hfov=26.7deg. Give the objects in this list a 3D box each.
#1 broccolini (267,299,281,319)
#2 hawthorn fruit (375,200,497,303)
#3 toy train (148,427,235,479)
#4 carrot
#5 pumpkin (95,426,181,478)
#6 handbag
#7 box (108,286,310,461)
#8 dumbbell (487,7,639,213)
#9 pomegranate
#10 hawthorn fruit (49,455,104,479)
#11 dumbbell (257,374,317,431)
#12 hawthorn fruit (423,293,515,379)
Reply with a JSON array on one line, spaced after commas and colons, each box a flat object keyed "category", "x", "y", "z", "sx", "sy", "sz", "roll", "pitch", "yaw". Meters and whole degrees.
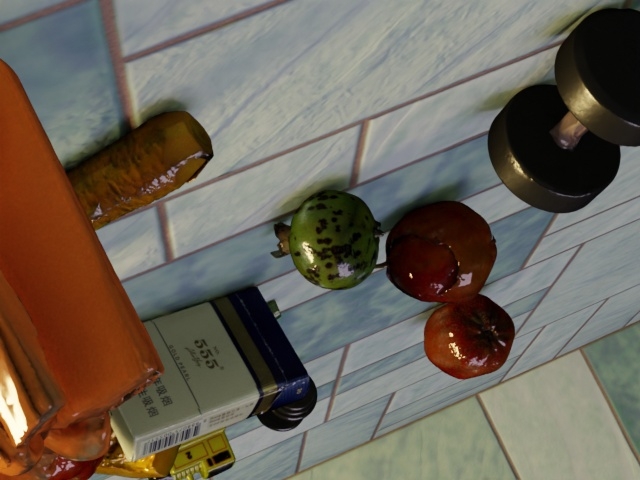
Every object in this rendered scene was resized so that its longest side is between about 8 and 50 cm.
[{"category": "broccolini", "x": -0.171, "y": 0.163, "z": 1.946, "sx": 0.254, "sy": 0.057, "sz": 0.071, "roll": -22, "pitch": -153, "yaw": 0}, {"category": "hawthorn fruit", "x": 0.153, "y": 0.018, "z": 1.829, "sx": 0.172, "sy": 0.148, "sz": 0.148, "roll": -4, "pitch": 161, "yaw": -8}, {"category": "toy train", "x": -0.237, "y": 0.364, "z": 2.349, "sx": 0.219, "sy": 0.127, "sz": 0.089, "roll": -20, "pitch": 163, "yaw": -20}, {"category": "carrot", "x": -0.215, "y": -0.034, "z": 1.218, "sx": 0.260, "sy": 0.070, "sz": 0.070, "roll": -29, "pitch": 164, "yaw": 13}, {"category": "pumpkin", "x": -0.312, "y": 0.252, "z": 1.857, "sx": 0.126, "sy": 0.131, "sz": 0.248, "roll": -1, "pitch": 155, "yaw": 38}, {"category": "handbag", "x": -0.305, "y": 0.077, "z": 1.007, "sx": 0.116, "sy": 0.303, "sz": 0.410, "roll": -18, "pitch": 163, "yaw": -42}, {"category": "box", "x": -0.162, "y": 0.169, "z": 1.761, "sx": 0.259, "sy": 0.168, "sz": 0.071, "roll": -16, "pitch": 147, "yaw": -27}, {"category": "dumbbell", "x": 0.298, "y": -0.142, "z": 1.500, "sx": 0.152, "sy": 0.152, "sz": 0.218, "roll": -17, "pitch": 162, "yaw": -28}, {"category": "pomegranate", "x": 0.000, "y": 0.000, "z": 1.596, "sx": 0.161, "sy": 0.122, "sz": 0.122, "roll": -2, "pitch": 178, "yaw": 32}, {"category": "hawthorn fruit", "x": -0.341, "y": 0.244, "z": 1.596, "sx": 0.207, "sy": 0.243, "sz": 0.207, "roll": -23, "pitch": 167, "yaw": -6}, {"category": "dumbbell", "x": -0.063, "y": 0.284, "z": 2.411, "sx": 0.099, "sy": 0.099, "sz": 0.208, "roll": -19, "pitch": 164, "yaw": -22}, {"category": "hawthorn fruit", "x": 0.263, "y": 0.183, "z": 2.519, "sx": 0.157, "sy": 0.157, "sz": 0.194, "roll": -13, "pitch": 178, "yaw": -37}]
